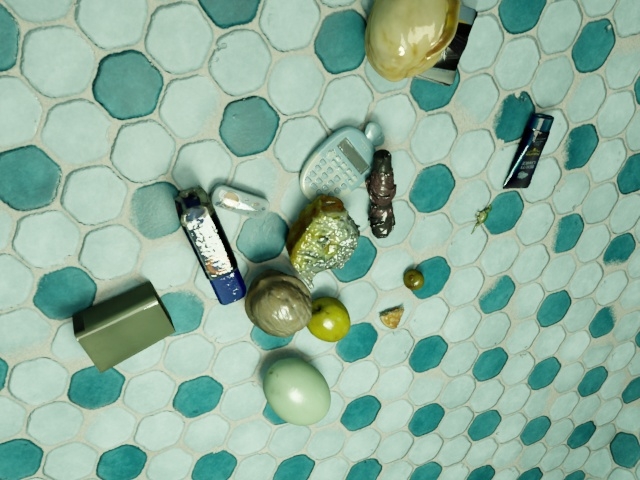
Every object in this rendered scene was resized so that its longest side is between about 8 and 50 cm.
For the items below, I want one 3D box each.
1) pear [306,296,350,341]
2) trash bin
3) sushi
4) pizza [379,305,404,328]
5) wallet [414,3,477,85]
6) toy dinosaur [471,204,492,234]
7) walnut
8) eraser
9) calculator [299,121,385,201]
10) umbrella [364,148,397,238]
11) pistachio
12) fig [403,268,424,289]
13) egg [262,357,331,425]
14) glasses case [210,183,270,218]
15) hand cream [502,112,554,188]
[{"bbox_3d":[0.025,0.260,1.953,0.149,0.149,0.162,-43,131,3],"label":"pear"},{"bbox_3d":[-0.565,0.248,1.720,0.240,0.122,0.164,-25,123,-11],"label":"trash bin"},{"bbox_3d":[0.000,0.000,1.803,0.184,0.139,0.274,21,120,-27],"label":"sushi"},{"bbox_3d":[0.257,0.283,2.138,0.100,0.029,0.099,-18,129,-10],"label":"pizza"},{"bbox_3d":[0.356,-0.566,1.709,0.170,0.069,0.231,5,114,-30],"label":"wallet"},{"bbox_3d":[0.566,-0.070,2.082,0.060,0.029,0.120,-2,120,-41],"label":"toy dinosaur"},{"bbox_3d":[-0.131,0.192,1.816,0.224,0.224,0.224,-10,119,-18],"label":"walnut"},{"bbox_3d":[-0.310,0.014,1.684,0.101,0.155,0.332,-22,123,-8],"label":"eraser"},{"bbox_3d":[0.068,-0.233,1.777,0.302,0.042,0.188,-42,123,3],"label":"calculator"},{"bbox_3d":[0.187,-0.136,1.824,0.094,0.090,0.326,-39,142,-29],"label":"umbrella"},{"bbox_3d":[0.238,-0.576,1.559,0.229,0.238,0.321,-8,123,-61],"label":"pistachio"},{"bbox_3d":[0.328,0.140,2.065,0.074,0.074,0.088,-43,150,3],"label":"fig"},{"bbox_3d":[-0.078,0.513,2.008,0.203,0.203,0.283,-42,125,3],"label":"egg"},{"bbox_3d":[-0.231,-0.112,1.712,0.178,0.045,0.067,17,108,-28],"label":"glasses case"},{"bbox_3d":[0.705,-0.297,2.010,0.120,0.061,0.271,-4,125,-26],"label":"hand cream"}]
